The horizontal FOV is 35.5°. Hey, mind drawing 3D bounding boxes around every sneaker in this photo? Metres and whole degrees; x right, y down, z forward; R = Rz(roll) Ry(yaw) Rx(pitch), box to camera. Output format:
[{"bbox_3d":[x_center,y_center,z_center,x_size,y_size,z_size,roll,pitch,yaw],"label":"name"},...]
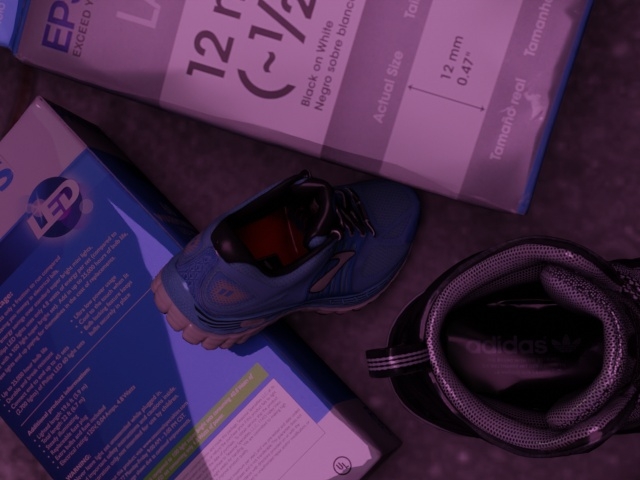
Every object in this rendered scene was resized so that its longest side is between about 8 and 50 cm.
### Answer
[{"bbox_3d":[0.152,0.045,0.435,0.268,0.153,0.101,-8,83,13],"label":"sneaker"},{"bbox_3d":[0.000,0.000,0.482,0.063,0.162,0.073,52,135,14],"label":"sneaker"}]

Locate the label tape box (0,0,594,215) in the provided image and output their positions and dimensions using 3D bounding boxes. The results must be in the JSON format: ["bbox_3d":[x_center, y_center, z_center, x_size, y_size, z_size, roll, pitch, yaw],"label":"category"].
[{"bbox_3d":[-0.037,-0.180,0.464,0.347,0.115,0.249,17,97,2],"label":"label tape box"}]

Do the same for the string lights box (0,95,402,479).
[{"bbox_3d":[-0.097,0.062,0.532,0.133,0.077,0.260,-46,76,5],"label":"string lights box"}]
